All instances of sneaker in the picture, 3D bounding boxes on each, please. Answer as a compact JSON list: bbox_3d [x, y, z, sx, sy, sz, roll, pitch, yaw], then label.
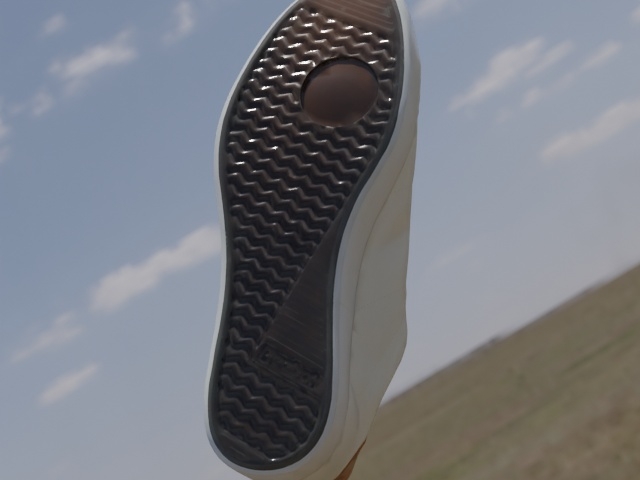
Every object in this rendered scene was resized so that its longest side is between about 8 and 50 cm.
[{"bbox_3d":[0.000,0.000,1.042,0.106,0.290,0.123,6,-17,20],"label":"sneaker"}]
